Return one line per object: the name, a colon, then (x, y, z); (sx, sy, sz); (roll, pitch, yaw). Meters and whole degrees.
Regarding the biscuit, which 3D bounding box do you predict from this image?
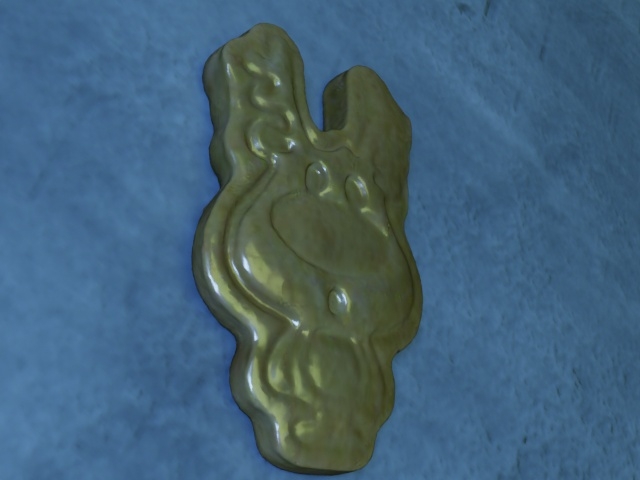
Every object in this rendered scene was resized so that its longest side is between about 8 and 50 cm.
biscuit: (-0.003, 0.000, 0.512); (0.144, 0.040, 0.236); (14, 61, -33)
